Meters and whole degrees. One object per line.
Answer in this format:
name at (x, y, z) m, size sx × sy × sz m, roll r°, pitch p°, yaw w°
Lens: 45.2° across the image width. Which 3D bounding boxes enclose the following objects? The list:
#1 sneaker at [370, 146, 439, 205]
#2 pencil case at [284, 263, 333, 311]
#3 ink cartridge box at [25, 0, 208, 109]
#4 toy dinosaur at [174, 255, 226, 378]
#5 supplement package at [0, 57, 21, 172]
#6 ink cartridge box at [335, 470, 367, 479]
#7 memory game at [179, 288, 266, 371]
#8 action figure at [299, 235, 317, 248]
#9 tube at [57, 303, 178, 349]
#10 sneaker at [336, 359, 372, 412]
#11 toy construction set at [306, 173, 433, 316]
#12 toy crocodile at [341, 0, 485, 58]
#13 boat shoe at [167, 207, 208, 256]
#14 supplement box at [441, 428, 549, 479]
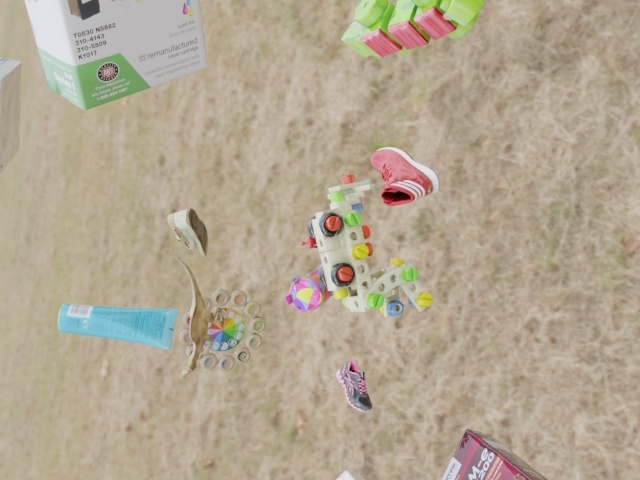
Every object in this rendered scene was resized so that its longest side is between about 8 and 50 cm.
sneaker at (0.170, -0.156, 1.861) m, size 0.221 × 0.128 × 0.087 m, roll 29°, pitch 136°, yaw 46°
pencil case at (-0.005, 0.123, 2.121) m, size 0.104 × 0.236 × 0.104 m, roll 5°, pitch 103°, yaw 24°
ink cartridge box at (-0.274, -0.341, 1.001) m, size 0.117 × 0.201 × 0.278 m, roll 33°, pitch 139°, yaw 39°
toy dinosaur at (-0.180, 0.112, 1.147) m, size 0.092 × 0.053 × 0.183 m, roll -10°, pitch -80°, yaw -79°
supplement package at (-0.698, -0.254, 1.475) m, size 0.149 × 0.203 × 0.194 m, roll -100°, pitch 20°, yaw -63°
ink cartridge box at (0.090, 0.621, 1.545) m, size 0.171 × 0.168 × 0.232 m, roll -44°, pitch 46°, yaw 1°
memory game at (-0.202, 0.188, 1.603) m, size 0.012 × 0.186 × 0.186 m, roll 40°, pitch 115°, yaw 64°
action figure at (0.000, 0.000, 1.964) m, size 0.030 × 0.115 × 0.038 m, roll -6°, pitch 93°, yaw 63°
tube at (-0.371, 0.152, 1.409) m, size 0.052 × 0.207 × 0.080 m, roll 99°, pitch 177°, yaw -68°
sneaker at (0.076, 0.295, 1.570) m, size 0.057 × 0.047 × 0.119 m, roll -56°, pitch 46°, yaw 27°
toy construction set at (0.088, 0.012, 1.577) m, size 0.151 × 0.215 × 0.327 m, roll -40°, pitch 67°, yaw 60°
toy crocodile at (0.151, -0.369, 1.300) m, size 0.340 × 0.115 × 0.105 m, roll -2°, pitch 60°, yaw 54°
boat shoe at (-0.220, -0.013, 1.285) m, size 0.135 × 0.045 × 0.050 m, roll 78°, pitch -169°, yaw -60°
supplement box at (0.321, 0.445, 1.342) m, size 0.239 × 0.073 × 0.130 m, roll 30°, pitch 96°, yaw 61°
